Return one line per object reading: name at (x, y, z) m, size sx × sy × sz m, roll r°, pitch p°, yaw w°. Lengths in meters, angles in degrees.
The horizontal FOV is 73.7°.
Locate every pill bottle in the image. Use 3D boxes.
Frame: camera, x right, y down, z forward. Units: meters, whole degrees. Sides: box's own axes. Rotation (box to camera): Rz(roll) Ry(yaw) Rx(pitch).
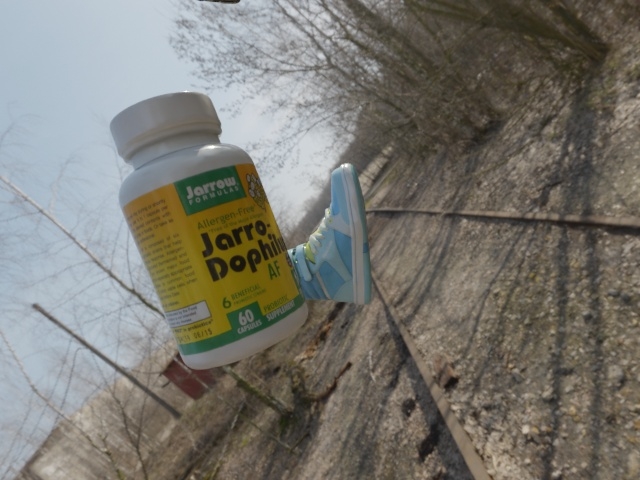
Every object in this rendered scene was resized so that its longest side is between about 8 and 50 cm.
pill bottle at (-0.097, -0.010, 0.367) m, size 0.117 × 0.208 × 0.117 m, roll -20°, pitch 3°, yaw 1°

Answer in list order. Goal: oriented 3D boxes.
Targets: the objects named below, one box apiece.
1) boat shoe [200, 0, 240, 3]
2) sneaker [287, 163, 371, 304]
boat shoe at (-0.350, -0.736, 1.218) m, size 0.301 × 0.108 × 0.102 m, roll -16°, pitch -4°, yaw -37°
sneaker at (0.000, 0.000, 0.926) m, size 0.127 × 0.208 × 0.319 m, roll -69°, pitch -27°, yaw -70°
